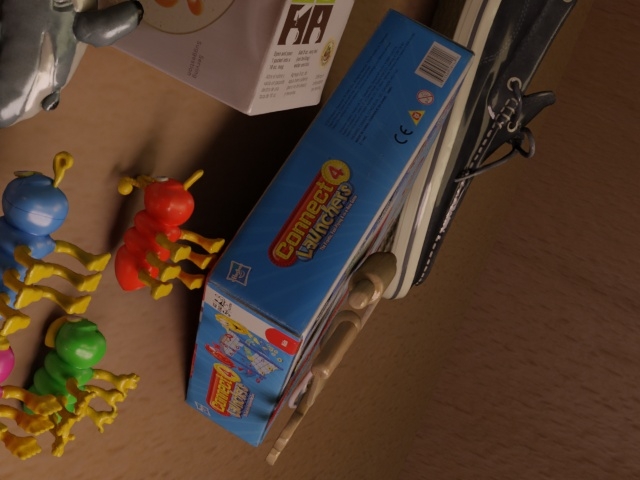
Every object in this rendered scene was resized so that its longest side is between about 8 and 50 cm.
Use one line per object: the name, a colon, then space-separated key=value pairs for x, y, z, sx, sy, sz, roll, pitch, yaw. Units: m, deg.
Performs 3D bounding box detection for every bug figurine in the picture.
bug figurine: x=-0.163 y=0.043 z=0.702 sx=0.216 sy=0.072 sz=0.279 roll=-62 pitch=168 yaw=8

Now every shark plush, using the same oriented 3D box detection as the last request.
shark plush: x=-0.170 y=-0.102 z=0.580 sx=0.161 sy=0.073 sz=0.067 roll=-48 pitch=144 yaw=7

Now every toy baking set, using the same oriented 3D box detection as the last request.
toy baking set: x=0.009 y=0.093 z=0.977 sx=0.197 sy=0.030 sz=0.256 roll=-59 pitch=175 yaw=20

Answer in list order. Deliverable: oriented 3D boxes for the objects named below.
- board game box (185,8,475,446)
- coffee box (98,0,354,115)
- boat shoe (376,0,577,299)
board game box: x=0.000 y=0.000 z=0.997 sx=0.308 sy=0.086 sz=0.302 roll=-58 pitch=175 yaw=-27
coffee box: x=-0.034 y=-0.212 z=0.611 sx=0.098 sy=0.141 sz=0.246 roll=-23 pitch=138 yaw=-62
boat shoe: x=0.182 y=-0.158 z=1.262 sx=0.187 sy=0.156 sz=0.500 roll=-147 pitch=-103 yaw=-75
